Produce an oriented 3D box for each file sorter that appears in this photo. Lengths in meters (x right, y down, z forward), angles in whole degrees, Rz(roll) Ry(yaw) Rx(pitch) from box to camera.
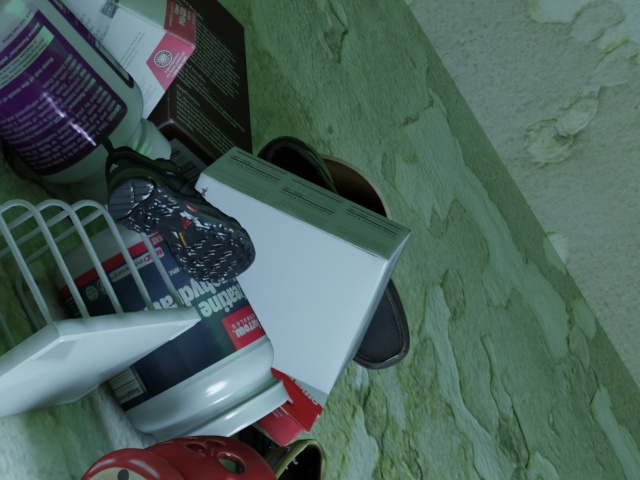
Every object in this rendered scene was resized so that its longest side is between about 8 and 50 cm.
[{"bbox_3d":[-0.297,0.064,1.680,0.173,0.193,0.278,62,21,11],"label":"file sorter"}]

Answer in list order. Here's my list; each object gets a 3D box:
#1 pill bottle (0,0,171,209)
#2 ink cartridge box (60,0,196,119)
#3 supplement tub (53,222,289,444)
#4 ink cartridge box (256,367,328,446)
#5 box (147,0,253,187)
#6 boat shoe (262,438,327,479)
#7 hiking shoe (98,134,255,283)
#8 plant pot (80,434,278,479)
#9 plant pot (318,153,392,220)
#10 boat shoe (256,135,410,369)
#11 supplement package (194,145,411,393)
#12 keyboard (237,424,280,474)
[{"bbox_3d":[-0.320,-0.175,1.945,0.301,0.169,0.169,48,25,-30],"label":"pill bottle"},{"bbox_3d":[-0.287,-0.260,2.044,0.218,0.158,0.092,26,33,-22],"label":"ink cartridge box"},{"bbox_3d":[-0.173,0.105,1.899,0.272,0.191,0.191,61,22,1],"label":"supplement tub"},{"bbox_3d":[-0.058,0.181,2.184,0.134,0.078,0.231,45,25,-7],"label":"ink cartridge box"},{"bbox_3d":[-0.206,-0.212,2.288,0.191,0.143,0.381,43,30,-37],"label":"box"},{"bbox_3d":[-0.062,0.347,1.930,0.111,0.104,0.307,37,31,-17],"label":"boat shoe"},{"bbox_3d":[-0.152,-0.039,1.781,0.227,0.086,0.114,40,22,-46],"label":"hiking shoe"},{"bbox_3d":[-0.156,0.304,1.706,0.174,0.191,0.191,3,61,-57],"label":"plant pot"},{"bbox_3d":[0.000,0.000,2.414,0.237,0.237,0.254,63,5,5],"label":"plant pot"},{"bbox_3d":[0.005,0.019,2.215,0.355,0.132,0.130,59,1,6],"label":"boat shoe"},{"bbox_3d":[-0.051,0.036,2.090,0.262,0.204,0.145,26,22,7],"label":"supplement package"},{"bbox_3d":[-0.039,0.396,2.059,0.201,0.033,0.317,47,27,-33],"label":"keyboard"}]
